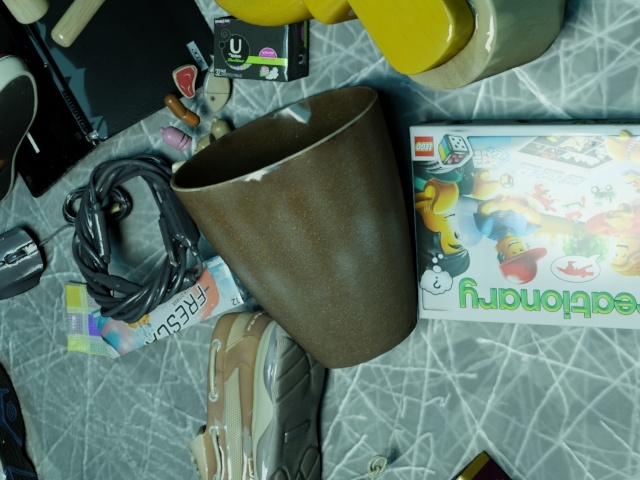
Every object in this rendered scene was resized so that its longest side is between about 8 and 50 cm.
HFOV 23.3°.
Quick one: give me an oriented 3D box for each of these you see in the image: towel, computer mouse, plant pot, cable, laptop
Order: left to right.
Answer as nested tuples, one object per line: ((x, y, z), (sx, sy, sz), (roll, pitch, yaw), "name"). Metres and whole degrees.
((-0.309, 0.003, 1.718), (0.242, 0.041, 0.071), (-30, 88, 26), "computer mouse")
((-0.263, -0.210, 1.665), (0.264, 0.137, 0.234), (-31, 87, 52), "laptop")
((-0.258, 0.087, 1.732), (0.060, 0.009, 0.083), (7, 104, 22), "towel")
((-0.197, -0.005, 1.631), (0.150, 0.047, 0.184), (-40, 61, 23), "cable")
((0.000, 0.000, 1.507), (0.215, 0.215, 0.230), (-16, 109, 26), "plant pot")

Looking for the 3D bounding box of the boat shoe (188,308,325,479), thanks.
((-0.073, 0.224, 1.630), (0.116, 0.123, 0.324), (13, 101, 29), "boat shoe")

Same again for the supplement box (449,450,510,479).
((0.181, 0.321, 1.550), (0.188, 0.081, 0.104), (47, 115, 7), "supplement box")

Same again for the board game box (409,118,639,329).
((0.238, -0.017, 1.463), (0.305, 0.053, 0.193), (1, 103, 24), "board game box")

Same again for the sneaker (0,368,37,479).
((-0.388, 0.237, 1.785), (0.081, 0.080, 0.211), (-7, 98, 22), "sneaker")

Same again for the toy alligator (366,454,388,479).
((0.021, 0.289, 1.634), (0.051, 0.056, 0.189), (52, 125, 51), "toy alligator")

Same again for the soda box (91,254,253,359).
((-0.150, 0.065, 1.649), (0.183, 0.063, 0.058), (-24, 90, 27), "soda box")

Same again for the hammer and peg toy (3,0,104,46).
((-0.292, -0.320, 1.487), (0.361, 0.266, 0.127), (4, 142, 35), "hammer and peg toy")

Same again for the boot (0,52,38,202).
((-0.396, -0.152, 1.660), (0.176, 0.088, 0.244), (47, 143, 11), "boot")

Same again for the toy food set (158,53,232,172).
((-0.128, -0.128, 1.595), (0.078, 0.019, 0.122), (-7, 111, -11), "toy food set")

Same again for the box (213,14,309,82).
((-0.059, -0.193, 1.556), (0.083, 0.052, 0.062), (7, 105, 24), "box")

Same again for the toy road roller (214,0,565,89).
((0.038, -0.254, 1.424), (0.240, 0.202, 0.329), (-41, 78, 38), "toy road roller")
